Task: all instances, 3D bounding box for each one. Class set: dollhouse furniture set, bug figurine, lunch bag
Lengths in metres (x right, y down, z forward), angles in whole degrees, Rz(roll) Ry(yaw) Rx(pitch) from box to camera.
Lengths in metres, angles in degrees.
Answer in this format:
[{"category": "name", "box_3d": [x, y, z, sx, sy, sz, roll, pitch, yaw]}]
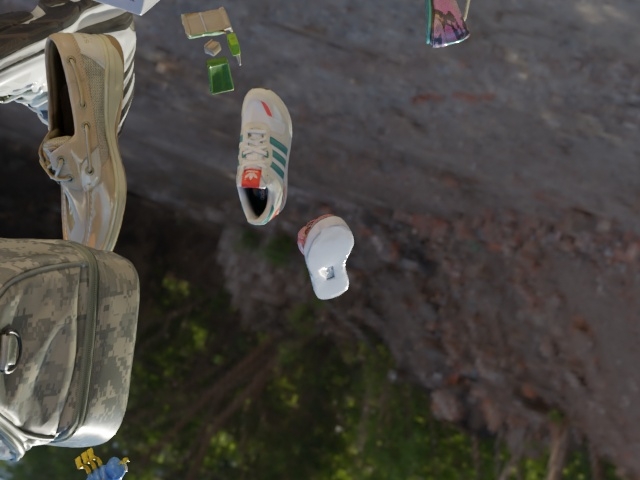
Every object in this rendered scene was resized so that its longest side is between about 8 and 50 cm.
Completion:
[{"category": "dollhouse furniture set", "box_3d": [-0.171, -0.307, 2.041, 0.076, 0.151, 0.058, -14, 138, -7]}, {"category": "bug figurine", "box_3d": [-0.387, 0.508, 2.162, 0.216, 0.279, 0.072, -33, 144, 24]}, {"category": "lunch bag", "box_3d": [-0.362, 0.090, 1.203, 0.305, 0.212, 0.256, 6, 174, 21]}]

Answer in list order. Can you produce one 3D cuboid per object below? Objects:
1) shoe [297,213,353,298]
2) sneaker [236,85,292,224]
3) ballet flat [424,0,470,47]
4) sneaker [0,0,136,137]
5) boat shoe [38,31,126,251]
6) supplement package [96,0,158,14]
[{"category": "shoe", "box_3d": [0.000, 0.000, 1.622, 0.064, 0.081, 0.178, -17, 150, -8]}, {"category": "sneaker", "box_3d": [-0.068, -0.093, 1.459, 0.057, 0.161, 0.075, 5, -159, 10]}, {"category": "ballet flat", "box_3d": [0.183, -0.381, 1.881, 0.079, 0.221, 0.077, -4, 153, -5]}, {"category": "sneaker", "box_3d": [-0.406, -0.224, 1.931, 0.169, 0.257, 0.447, 5, -154, 26]}, {"category": "boat shoe", "box_3d": [-0.312, -0.113, 1.612, 0.098, 0.302, 0.109, -3, -169, -40]}, {"category": "supplement package", "box_3d": [-0.165, -0.332, 1.041, 0.139, 0.244, 0.134, 18, -151, 4]}]
